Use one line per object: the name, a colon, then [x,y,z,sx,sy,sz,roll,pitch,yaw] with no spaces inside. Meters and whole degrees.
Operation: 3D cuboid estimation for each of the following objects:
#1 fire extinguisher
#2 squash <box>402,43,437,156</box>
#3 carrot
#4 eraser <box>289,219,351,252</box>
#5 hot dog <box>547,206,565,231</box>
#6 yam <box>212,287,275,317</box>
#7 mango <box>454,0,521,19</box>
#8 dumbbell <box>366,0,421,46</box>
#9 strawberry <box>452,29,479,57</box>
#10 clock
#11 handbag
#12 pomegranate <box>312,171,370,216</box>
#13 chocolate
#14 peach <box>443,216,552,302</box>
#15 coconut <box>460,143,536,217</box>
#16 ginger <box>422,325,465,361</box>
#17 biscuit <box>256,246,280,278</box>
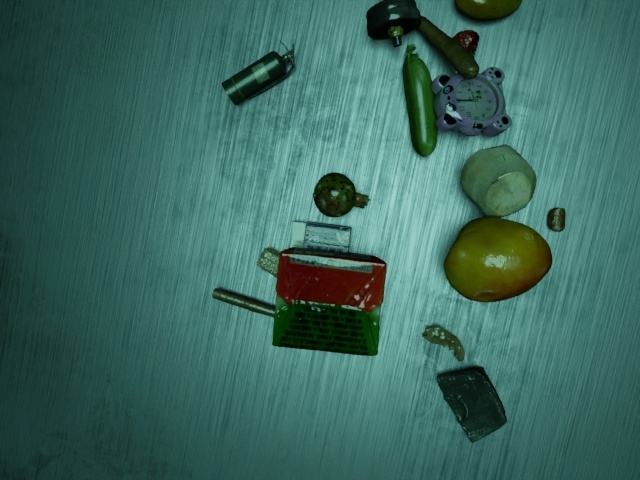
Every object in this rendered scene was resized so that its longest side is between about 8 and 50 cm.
fire extinguisher: [-0.198,-0.588,1.837,0.294,0.093,0.118,-30,116,6]
squash: [0.337,-0.473,1.781,0.101,0.101,0.379,-9,90,6]
carrot: [0.408,-0.650,1.732,0.070,0.070,0.342,-36,62,7]
eraser: [0.000,0.000,1.856,0.210,0.068,0.125,7,98,6]
hot dog: [0.805,-0.071,1.785,0.058,0.035,0.083,2,94,6]
yam: [-0.264,0.229,1.906,0.263,0.046,0.046,17,95,5]
mango: [0.558,-0.802,1.746,0.227,0.099,0.136,6,87,-3]
dumbbell: [0.218,-0.834,1.734,0.185,0.185,0.389,-10,91,6]
strawberry: [0.480,-0.658,1.758,0.106,0.106,0.106,0,93,6]
clock: [0.494,-0.455,1.734,0.247,0.090,0.228,-4,81,-12]
handbag: [0.534,0.563,1.831,0.175,0.088,0.270,-28,90,15]
pomegranate: [0.070,-0.151,1.806,0.204,0.159,0.159,8,94,-23]
chocolate: [0.030,0.197,1.778,0.359,0.161,0.342,6,106,0]
peach: [0.568,0.065,1.682,0.307,0.289,0.289,20,95,23]
coconut: [0.578,-0.197,1.719,0.227,0.230,0.227,-2,121,-3]
ginger: [0.441,0.355,1.839,0.173,0.051,0.069,35,99,5]
biscuit: [-0.143,0.094,1.875,0.168,0.070,0.082,30,106,2]
